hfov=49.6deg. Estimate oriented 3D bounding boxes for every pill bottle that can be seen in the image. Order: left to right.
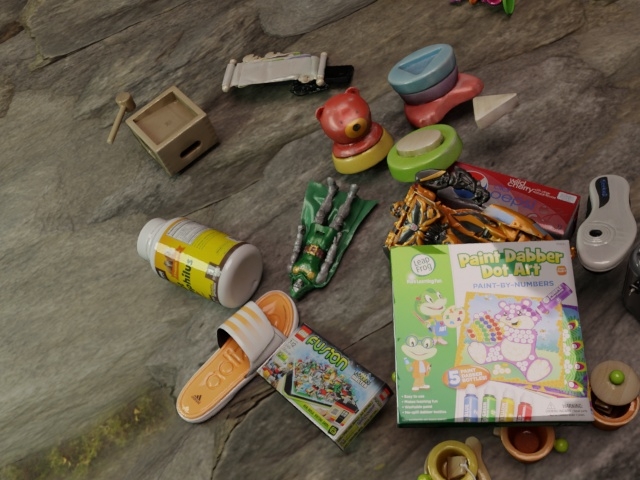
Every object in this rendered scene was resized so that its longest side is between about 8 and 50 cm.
[{"bbox_3d":[-0.217,0.031,1.223,0.215,0.117,0.117,21,66,25],"label":"pill bottle"}]

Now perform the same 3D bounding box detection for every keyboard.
[{"bbox_3d":[-0.029,-0.333,1.458,0.192,0.038,0.100,1,36,17],"label":"keyboard"}]

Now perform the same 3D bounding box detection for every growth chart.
[{"bbox_3d":[-0.096,-0.362,1.465,0.237,0.021,0.172,-2,37,13],"label":"growth chart"}]

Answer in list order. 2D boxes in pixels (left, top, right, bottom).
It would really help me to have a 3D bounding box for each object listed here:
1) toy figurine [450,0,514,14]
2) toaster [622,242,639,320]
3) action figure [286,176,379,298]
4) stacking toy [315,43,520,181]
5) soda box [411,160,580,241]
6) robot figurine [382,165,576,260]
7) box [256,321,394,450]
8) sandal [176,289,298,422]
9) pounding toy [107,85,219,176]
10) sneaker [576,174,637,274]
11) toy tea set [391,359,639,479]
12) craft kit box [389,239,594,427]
[{"bbox_3d":[0.327,-0.553,1.466,0.159,0.130,0.173,1,83,31],"label":"toy figurine"},{"bbox_3d":[0.531,0.048,0.999,0.227,0.146,0.129,-36,56,-9],"label":"toaster"},{"bbox_3d":[0.000,0.000,1.223,0.137,0.063,0.232,15,67,19],"label":"action figure"},{"bbox_3d":[0.163,-0.244,1.226,0.309,0.130,0.279,-40,31,-13],"label":"stacking toy"},{"bbox_3d":[0.289,-0.056,1.159,0.263,0.092,0.083,21,65,25],"label":"soda box"},{"bbox_3d":[0.231,0.011,1.084,0.291,0.085,0.211,29,110,18],"label":"robot figurine"},{"bbox_3d":[0.002,0.218,1.064,0.114,0.036,0.207,-46,42,-14],"label":"box"},{"bbox_3d":[-0.139,0.184,1.133,0.102,0.076,0.265,32,71,29],"label":"sandal"},{"bbox_3d":[-0.345,-0.227,1.430,0.181,0.094,0.206,-40,58,-12],"label":"pounding toy"},{"bbox_3d":[0.439,0.007,1.056,0.079,0.121,0.217,5,41,26],"label":"sneaker"},{"bbox_3d":[0.271,0.222,0.973,0.336,0.124,0.200,-21,56,1],"label":"toy tea set"},{"bbox_3d":[0.222,0.125,0.938,0.249,0.061,0.247,-3,66,5],"label":"craft kit box"}]
